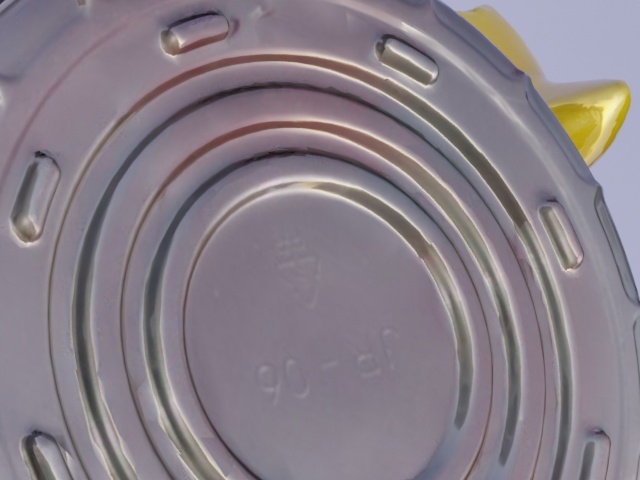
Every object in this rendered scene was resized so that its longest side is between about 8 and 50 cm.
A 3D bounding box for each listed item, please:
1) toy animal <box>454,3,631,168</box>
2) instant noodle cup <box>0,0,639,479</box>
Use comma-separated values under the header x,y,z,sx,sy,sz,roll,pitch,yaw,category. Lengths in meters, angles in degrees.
x,y,z,sx,sy,sz,roll,pitch,yaw,category
-0.002,0.001,0.685,0.156,0.229,0.156,41,-29,29,toy animal
-0.045,0.041,0.420,0.302,0.258,0.181,54,-35,-8,instant noodle cup
